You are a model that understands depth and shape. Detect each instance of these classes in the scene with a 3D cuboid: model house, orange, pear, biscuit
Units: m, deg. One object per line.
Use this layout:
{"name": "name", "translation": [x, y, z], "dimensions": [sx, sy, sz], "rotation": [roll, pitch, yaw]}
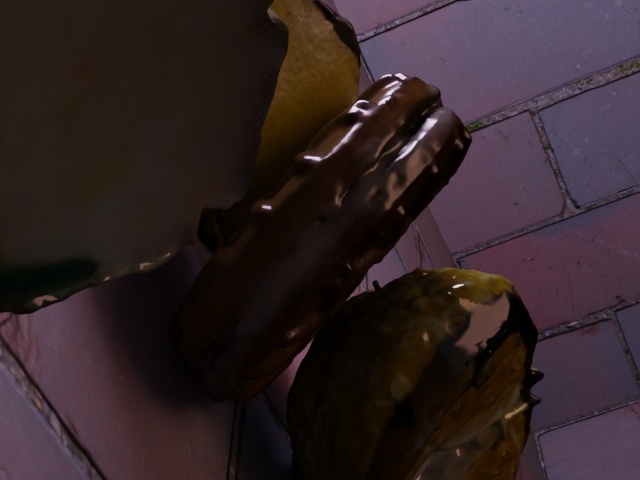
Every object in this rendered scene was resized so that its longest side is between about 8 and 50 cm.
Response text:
{"name": "model house", "translation": [-0.180, -0.153, 0.600], "dimensions": [0.284, 0.243, 0.298], "rotation": [49, -41, 30]}
{"name": "orange", "translation": [0.077, 0.182, 1.132], "dimensions": [0.271, 0.210, 0.368], "rotation": [-42, 144, -34]}
{"name": "pear", "translation": [-0.111, -0.104, 0.961], "dimensions": [0.267, 0.267, 0.178], "rotation": [55, 46, -48]}
{"name": "biscuit", "translation": [0.000, 0.000, 0.971], "dimensions": [0.103, 0.332, 0.332], "rotation": [41, 13, 3]}

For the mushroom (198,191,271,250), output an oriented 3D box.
{"name": "mushroom", "translation": [-0.062, -0.084, 1.176], "dimensions": [0.156, 0.151, 0.285], "rotation": [-90, 155, -54]}
